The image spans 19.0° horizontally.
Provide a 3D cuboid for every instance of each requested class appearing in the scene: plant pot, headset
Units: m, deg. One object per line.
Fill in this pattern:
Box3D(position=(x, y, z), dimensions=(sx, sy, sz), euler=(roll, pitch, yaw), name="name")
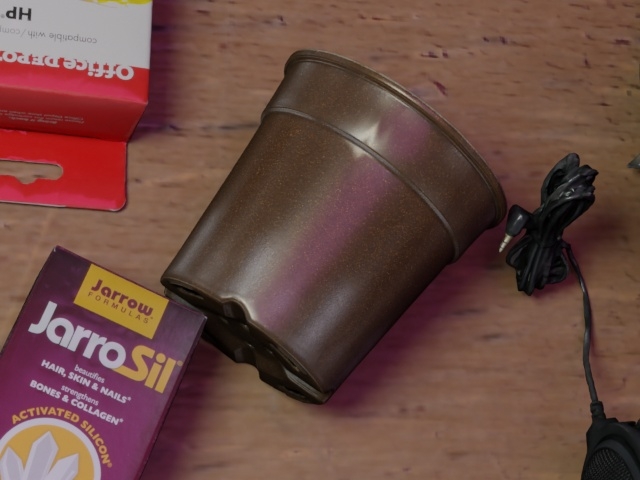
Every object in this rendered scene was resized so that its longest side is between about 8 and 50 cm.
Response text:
Box3D(position=(0.000, 0.000, 1.166), dimensions=(0.167, 0.167, 0.165), euler=(37, 75, -2), name="plant pot")
Box3D(position=(0.254, 0.128, 1.166), dimensions=(0.243, 0.185, 0.394), euler=(-28, 63, -30), name="headset")

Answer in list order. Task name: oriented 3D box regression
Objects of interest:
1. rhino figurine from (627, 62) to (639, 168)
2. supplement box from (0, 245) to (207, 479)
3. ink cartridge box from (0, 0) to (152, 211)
Box3D(position=(0.270, -0.117, 1.317), dimensions=(0.106, 0.073, 0.243), euler=(24, 66, -15), name="rhino figurine")
Box3D(position=(-0.153, 0.113, 1.120), dimensions=(0.104, 0.081, 0.188), euler=(25, 68, -7), name="supplement box")
Box3D(position=(-0.175, -0.142, 1.195), dimensions=(0.134, 0.078, 0.231), euler=(4, 73, -15), name="ink cartridge box")
